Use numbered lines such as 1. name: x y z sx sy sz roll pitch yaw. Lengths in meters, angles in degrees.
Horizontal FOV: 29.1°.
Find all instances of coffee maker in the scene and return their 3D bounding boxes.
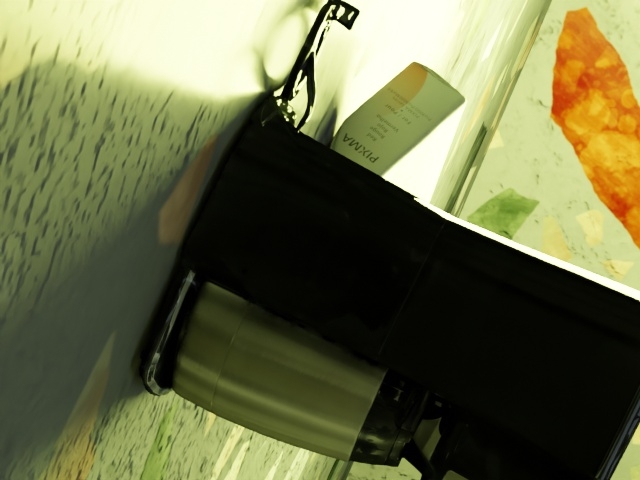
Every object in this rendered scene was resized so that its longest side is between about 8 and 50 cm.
1. coffee maker: 0.043 0.023 0.482 0.120 0.178 0.171 -49 162 -64

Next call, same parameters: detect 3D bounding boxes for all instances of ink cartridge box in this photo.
1. ink cartridge box: 0.000 0.000 0.694 0.179 0.045 0.145 -39 159 -30
